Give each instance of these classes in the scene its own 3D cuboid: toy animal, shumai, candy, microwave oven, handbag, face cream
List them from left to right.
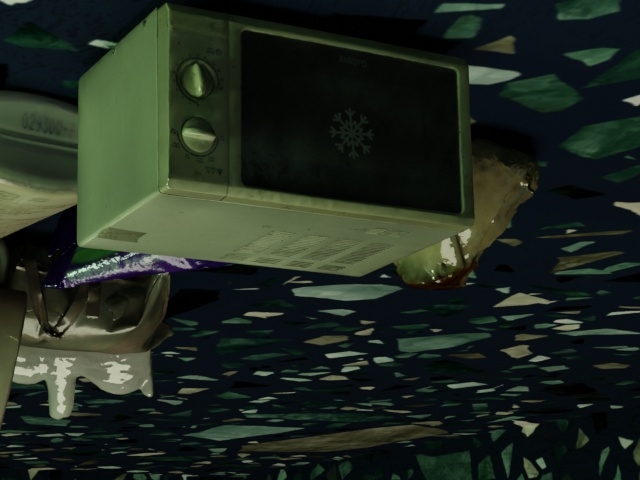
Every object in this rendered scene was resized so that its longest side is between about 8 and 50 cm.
[{"bbox_3d":[-0.321,-0.039,1.310,0.173,0.081,0.348,9,162,-38],"label":"face cream"},{"bbox_3d":[-0.326,0.120,1.810,0.282,0.140,0.138,-10,140,4],"label":"toy animal"},{"bbox_3d":[-0.280,0.058,1.638,0.270,0.117,0.182,7,152,-9],"label":"handbag"},{"bbox_3d":[-0.103,-0.025,1.304,0.275,0.145,0.070,-5,133,18],"label":"candy"},{"bbox_3d":[-0.038,-0.066,1.119,0.240,0.145,0.194,6,166,-29],"label":"microwave oven"},{"bbox_3d":[0.096,-0.018,1.371,0.201,0.120,0.201,-1,168,0],"label":"shumai"}]

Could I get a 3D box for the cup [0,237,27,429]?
[{"bbox_3d":[-0.394,0.091,1.484,0.200,0.253,0.191,14,169,-13],"label":"cup"}]
